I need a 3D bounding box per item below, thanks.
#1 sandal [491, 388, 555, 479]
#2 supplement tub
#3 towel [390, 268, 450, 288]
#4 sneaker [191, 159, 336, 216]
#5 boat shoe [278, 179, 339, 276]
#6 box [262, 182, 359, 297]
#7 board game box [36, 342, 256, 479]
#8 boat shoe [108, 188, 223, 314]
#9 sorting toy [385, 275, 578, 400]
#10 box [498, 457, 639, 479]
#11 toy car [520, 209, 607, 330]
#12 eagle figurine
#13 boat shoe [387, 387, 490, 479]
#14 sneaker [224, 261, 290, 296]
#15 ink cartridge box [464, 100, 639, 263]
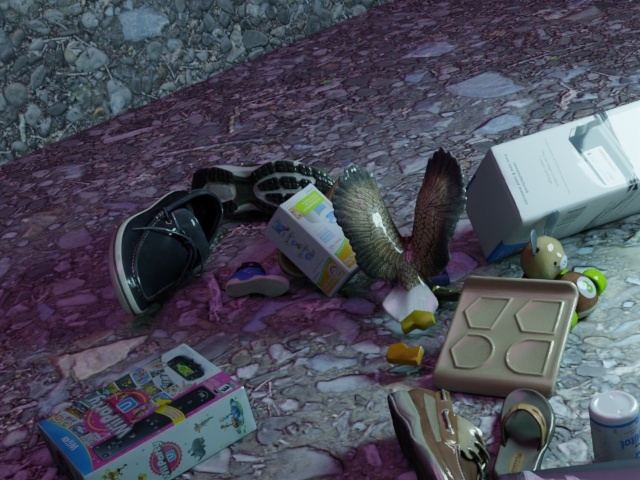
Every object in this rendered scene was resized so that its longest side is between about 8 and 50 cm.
[{"bbox_3d":[0.303,0.291,1.504,0.090,0.060,0.219,-1,29,25],"label":"sandal"},{"bbox_3d":[0.425,0.277,1.419,0.071,0.107,0.071,-12,26,6],"label":"supplement tub"},{"bbox_3d":[0.203,0.080,2.015,0.120,0.029,0.067,-13,27,2],"label":"towel"},{"bbox_3d":[-0.119,-0.141,2.516,0.411,0.158,0.182,6,14,25],"label":"sneaker"},{"bbox_3d":[-0.003,-0.017,2.241,0.110,0.121,0.341,-38,7,46],"label":"boat shoe"},{"bbox_3d":[0.000,0.000,2.071,0.203,0.103,0.114,44,48,8],"label":"box"},{"bbox_3d":[-0.301,0.320,1.709,0.303,0.097,0.224,-29,29,-26],"label":"board game box"},{"bbox_3d":[-0.347,0.005,2.270,0.156,0.186,0.500,-12,20,17],"label":"boat shoe"},{"bbox_3d":[0.280,0.166,1.725,0.307,0.041,0.229,2,53,30],"label":"sorting toy"},{"bbox_3d":[0.382,0.385,1.189,0.308,0.076,0.242,-9,43,11],"label":"box"},{"bbox_3d":[0.423,0.045,1.793,0.149,0.188,0.155,9,34,39],"label":"toy car"},{"bbox_3d":[0.165,-0.004,1.894,0.226,0.298,0.225,-29,30,-28],"label":"eagle figurine"},{"bbox_3d":[0.190,0.311,1.459,0.117,0.123,0.324,-14,27,-5],"label":"boat shoe"},{"bbox_3d":[-0.128,0.079,2.148,0.152,0.058,0.084,-8,34,27],"label":"sneaker"},{"bbox_3d":[0.510,-0.120,1.957,0.395,0.166,0.285,-18,-15,-9],"label":"ink cartridge box"}]
